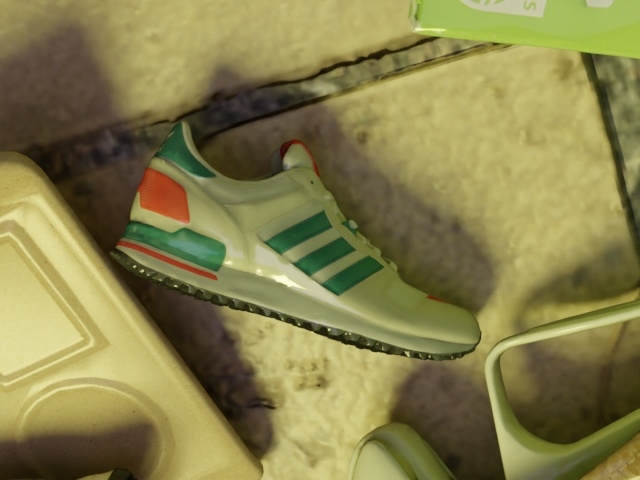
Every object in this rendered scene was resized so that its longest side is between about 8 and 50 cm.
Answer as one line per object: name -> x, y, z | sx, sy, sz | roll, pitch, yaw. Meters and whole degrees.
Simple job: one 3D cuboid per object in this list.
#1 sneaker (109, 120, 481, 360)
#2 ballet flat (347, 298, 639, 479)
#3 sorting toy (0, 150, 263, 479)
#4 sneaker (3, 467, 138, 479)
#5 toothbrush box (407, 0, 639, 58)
sneaker -> 0.000, 0.000, 0.536 | 0.161, 0.057, 0.075 | 17, 84, -13
ballet flat -> 0.092, 0.107, 0.547 | 0.342, 0.116, 0.124 | -37, 82, 16
sorting toy -> -0.154, 0.070, 0.570 | 0.193, 0.038, 0.208 | -25, 123, 14
sneaker -> -0.138, 0.203, 0.587 | 0.106, 0.078, 0.234 | 6, 112, 3
toothbrush box -> 0.175, -0.121, 0.397 | 0.283, 0.206, 0.122 | 8, 109, 4
